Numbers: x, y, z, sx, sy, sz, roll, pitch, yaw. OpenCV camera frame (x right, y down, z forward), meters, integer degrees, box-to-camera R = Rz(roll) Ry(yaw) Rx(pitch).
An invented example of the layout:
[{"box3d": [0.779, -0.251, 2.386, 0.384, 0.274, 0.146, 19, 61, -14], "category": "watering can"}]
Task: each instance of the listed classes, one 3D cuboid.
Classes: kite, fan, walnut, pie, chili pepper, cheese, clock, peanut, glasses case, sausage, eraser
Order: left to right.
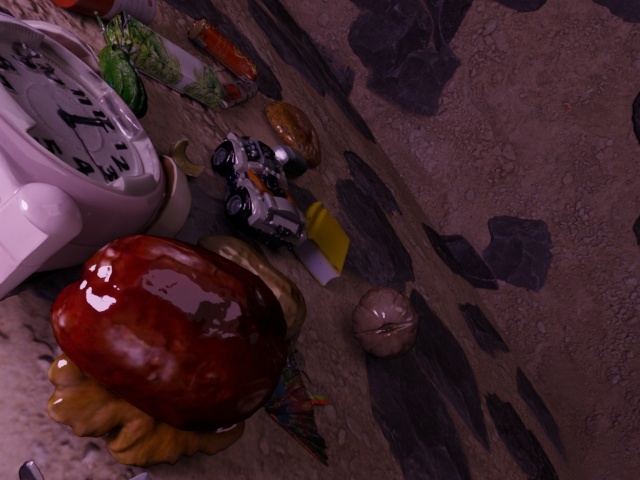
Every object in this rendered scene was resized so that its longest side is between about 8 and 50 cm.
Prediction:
[{"box3d": [-0.328, -0.114, 0.536, 0.342, 0.183, 0.326, 58, 18, -8], "category": "clock"}, {"box3d": [-0.371, -0.277, 0.805, 0.122, 0.065, 0.279, 35, 34, -49], "category": "chili pepper"}, {"box3d": [-0.173, 0.124, 0.515, 0.269, 0.244, 0.221, 32, -7, -32], "category": "walnut"}, {"box3d": [-0.344, -0.397, 1.029, 0.272, 0.062, 0.096, 16, 52, -57], "category": "glasses case"}, {"box3d": [-0.268, -0.162, 0.890, 0.084, 0.041, 0.060, 62, 25, -27], "category": "cheese"}, {"box3d": [-0.277, -0.560, 1.372, 0.264, 0.083, 0.083, 28, 35, -51], "category": "sausage"}, {"box3d": [-0.118, 0.079, 0.774, 0.236, 0.110, 0.120, 47, 33, -17], "category": "peanut"}, {"box3d": [-0.078, -0.354, 1.500, 0.273, 0.069, 0.274, 40, 31, -31], "category": "pie"}, {"box3d": [-0.039, 0.271, 0.792, 0.183, 0.014, 0.241, 24, 39, -51], "category": "kite"}, {"box3d": [-0.039, 0.237, 0.854, 0.083, 0.004, 0.056, 56, 23, -1], "category": "fan"}, {"box3d": [0.000, 0.000, 1.172, 0.158, 0.069, 0.226, 53, 22, -14], "category": "eraser"}, {"box3d": [0.165, 0.199, 1.120, 0.178, 0.178, 0.230, 61, 11, 12], "category": "walnut"}]

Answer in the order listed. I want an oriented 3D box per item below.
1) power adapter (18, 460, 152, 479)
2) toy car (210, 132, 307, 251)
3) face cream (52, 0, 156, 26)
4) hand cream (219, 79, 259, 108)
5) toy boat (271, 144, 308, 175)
[{"box3d": [-0.182, 0.293, 0.336, 0.255, 0.124, 0.187, 58, 22, 3], "category": "power adapter"}, {"box3d": [-0.136, -0.120, 1.006, 0.193, 0.118, 0.301, 26, 36, -47], "category": "toy car"}, {"box3d": [-0.444, -0.506, 0.928, 0.096, 0.095, 0.214, 55, 23, -2], "category": "face cream"}, {"box3d": [-0.243, -0.430, 1.306, 0.080, 0.050, 0.234, 56, 28, -10], "category": "hand cream"}, {"box3d": [-0.092, -0.218, 1.288, 0.078, 0.085, 0.260, 57, 11, 3], "category": "toy boat"}]
